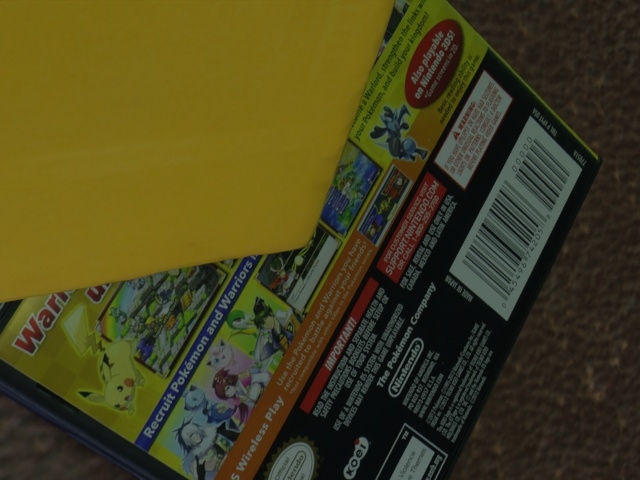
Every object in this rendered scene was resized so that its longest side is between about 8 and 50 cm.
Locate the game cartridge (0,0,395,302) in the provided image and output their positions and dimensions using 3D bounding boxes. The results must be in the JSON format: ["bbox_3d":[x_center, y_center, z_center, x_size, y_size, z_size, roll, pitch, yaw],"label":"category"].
[{"bbox_3d":[-0.118,-0.085,0.355,0.324,0.052,0.285,-10,140,-29],"label":"game cartridge"}]

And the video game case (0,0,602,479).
[{"bbox_3d":[0.000,0.000,0.582,0.248,0.035,0.274,40,70,-29],"label":"video game case"}]
